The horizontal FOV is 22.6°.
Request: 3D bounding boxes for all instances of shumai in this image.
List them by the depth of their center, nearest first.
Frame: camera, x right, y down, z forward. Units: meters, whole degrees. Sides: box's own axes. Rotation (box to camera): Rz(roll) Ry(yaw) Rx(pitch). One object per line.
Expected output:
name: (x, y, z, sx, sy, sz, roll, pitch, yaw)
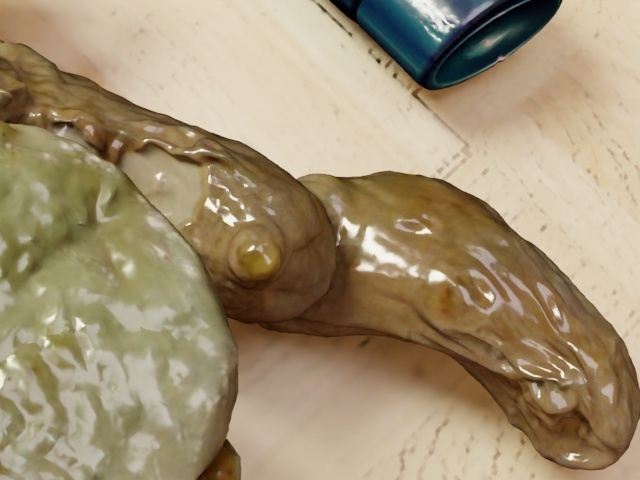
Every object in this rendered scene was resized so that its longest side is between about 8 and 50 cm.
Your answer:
shumai: (-0.128, 0.062, 0.499, 0.201, 0.120, 0.201, 7, 63, -14)

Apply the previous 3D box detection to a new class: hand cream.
hand cream: (-0.008, -0.182, 0.728, 0.120, 0.061, 0.270, -31, 69, -26)

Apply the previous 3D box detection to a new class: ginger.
ginger: (-0.002, -0.001, 0.597, 0.290, 0.122, 0.084, 24, 88, -10)
